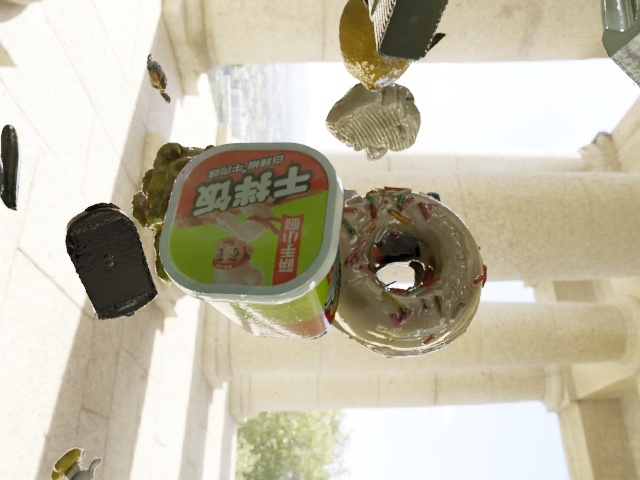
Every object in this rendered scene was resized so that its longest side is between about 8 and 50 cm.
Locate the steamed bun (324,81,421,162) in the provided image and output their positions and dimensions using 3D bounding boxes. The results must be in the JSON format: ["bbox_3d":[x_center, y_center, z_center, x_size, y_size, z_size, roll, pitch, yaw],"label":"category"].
[{"bbox_3d":[0.214,-0.500,2.307,0.339,0.352,0.247,40,28,-35],"label":"steamed bun"}]

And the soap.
[{"bbox_3d":[0.563,-0.381,0.981,0.095,0.173,0.289,-38,-156,47],"label":"soap"}]

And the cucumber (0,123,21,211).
[{"bbox_3d":[-0.801,-0.196,1.482,0.056,0.056,0.284,92,-18,-60],"label":"cucumber"}]

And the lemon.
[{"bbox_3d":[0.139,-0.491,1.377,0.204,0.204,0.259,-94,-170,-68],"label":"lemon"}]

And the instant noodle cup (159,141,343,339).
[{"bbox_3d":[-0.081,0.027,0.971,0.307,0.294,0.293,71,16,-62],"label":"instant noodle cup"}]

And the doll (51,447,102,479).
[{"bbox_3d":[-0.572,0.546,1.353,0.113,0.135,0.071,66,9,18],"label":"doll"}]

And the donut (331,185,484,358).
[{"bbox_3d":[0.165,0.051,1.200,0.142,0.383,0.382,103,-12,-63],"label":"donut"}]

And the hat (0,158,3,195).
[{"bbox_3d":[-0.540,-0.096,0.828,0.265,0.129,0.265,1,90,-80],"label":"hat"}]

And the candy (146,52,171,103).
[{"bbox_3d":[-0.504,-0.501,1.776,0.182,0.047,0.053,78,24,-55],"label":"candy"}]

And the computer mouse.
[{"bbox_3d":[-0.517,0.051,1.417,0.295,0.168,0.087,68,-18,3],"label":"computer mouse"}]

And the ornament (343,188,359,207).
[{"bbox_3d":[0.000,0.000,1.768,0.239,0.239,0.239,-60,140,-30],"label":"ornament"}]

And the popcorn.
[{"bbox_3d":[-0.337,-0.086,1.419,0.321,0.326,0.290,-52,149,-24],"label":"popcorn"}]

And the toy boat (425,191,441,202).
[{"bbox_3d":[0.291,-0.058,1.507,0.061,0.060,0.137,-174,-90,-74],"label":"toy boat"}]

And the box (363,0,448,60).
[{"bbox_3d":[0.161,-0.460,1.025,0.274,0.139,0.178,106,-12,-64],"label":"box"}]

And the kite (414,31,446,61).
[{"bbox_3d":[0.394,-0.782,2.245,0.241,0.014,0.183,39,-73,53],"label":"kite"}]

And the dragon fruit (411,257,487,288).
[{"bbox_3d":[0.359,0.096,1.693,0.293,0.234,0.233,137,-46,-71],"label":"dragon fruit"}]
